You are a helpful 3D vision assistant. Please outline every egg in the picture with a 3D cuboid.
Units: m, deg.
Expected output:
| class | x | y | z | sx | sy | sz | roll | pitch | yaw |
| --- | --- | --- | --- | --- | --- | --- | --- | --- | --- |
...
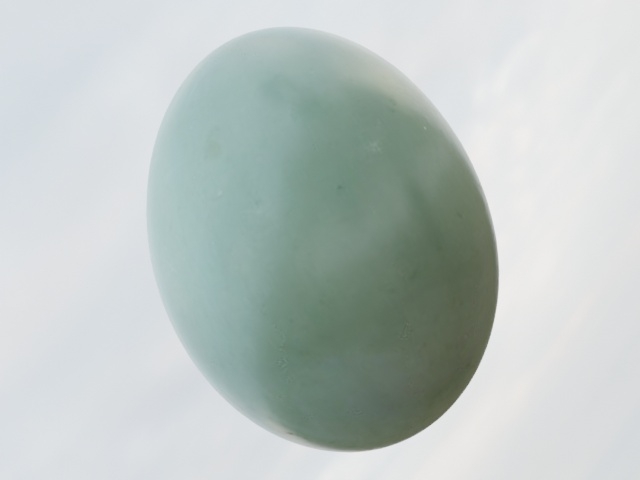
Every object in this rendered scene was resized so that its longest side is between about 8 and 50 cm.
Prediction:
| class | x | y | z | sx | sy | sz | roll | pitch | yaw |
| --- | --- | --- | --- | --- | --- | --- | --- | --- | --- |
| egg | 0.000 | 0.000 | 0.717 | 0.149 | 0.192 | 0.149 | -20 | 10 | 4 |
